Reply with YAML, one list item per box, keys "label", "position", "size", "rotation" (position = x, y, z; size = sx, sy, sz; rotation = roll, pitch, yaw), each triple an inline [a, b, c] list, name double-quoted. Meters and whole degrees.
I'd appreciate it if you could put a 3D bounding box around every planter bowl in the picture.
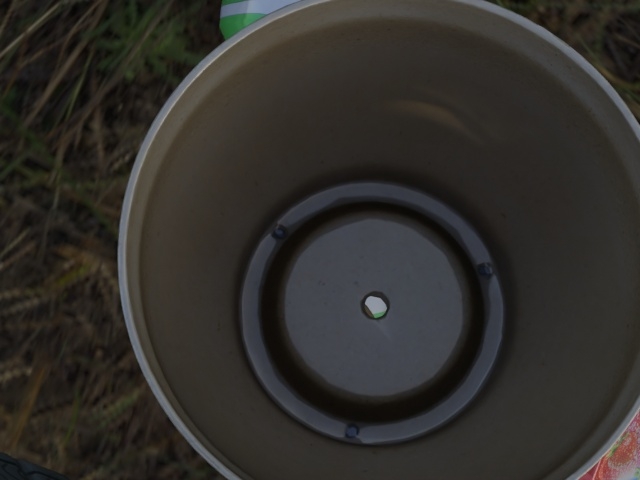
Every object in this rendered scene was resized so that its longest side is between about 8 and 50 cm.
- label: "planter bowl"
  position: [0.020, 0.014, 0.565]
  size: [0.162, 0.109, 0.162]
  rotation: [1, 79, -4]

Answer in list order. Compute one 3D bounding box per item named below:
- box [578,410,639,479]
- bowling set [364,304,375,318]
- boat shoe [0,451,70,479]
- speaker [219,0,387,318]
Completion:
- label: "box"
  position: [0.219, 0.216, 1.652]
  size: [0.142, 0.154, 0.300]
  rotation: [-10, 125, -43]
- label: "bowling set"
  position: [0.000, 0.000, 1.092]
  size: [0.200, 0.154, 0.287]
  rotation: [-15, 80, 31]
- label: "boat shoe"
  position: [-0.026, 0.138, 0.380]
  size: [0.103, 0.118, 0.320]
  rotation: [-50, 131, 2]
- label: "speaker"
  position: [-0.012, -0.065, 1.440]
  size: [0.131, 0.131, 0.296]
  rotation: [-4, 92, -1]
